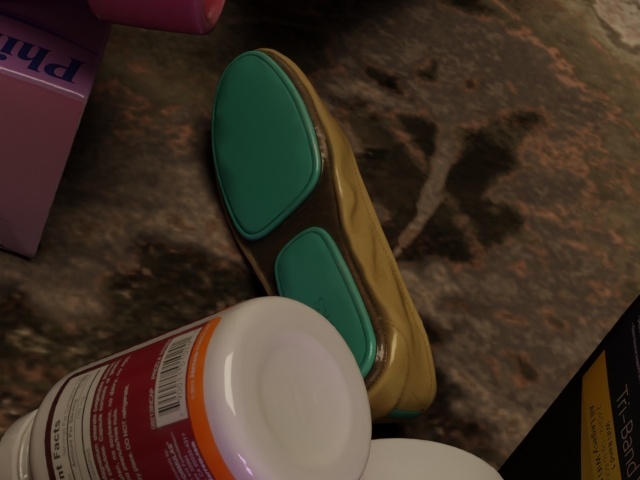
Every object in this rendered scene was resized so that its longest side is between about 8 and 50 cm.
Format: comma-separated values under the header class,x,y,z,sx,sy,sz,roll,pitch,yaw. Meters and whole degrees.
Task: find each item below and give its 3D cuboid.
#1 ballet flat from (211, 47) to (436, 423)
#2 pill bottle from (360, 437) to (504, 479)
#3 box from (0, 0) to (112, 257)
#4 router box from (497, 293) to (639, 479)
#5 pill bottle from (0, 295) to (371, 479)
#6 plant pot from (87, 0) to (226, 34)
class,x,y,z,sx,sy,sz,roll,pitch,yaw
ballet flat,0.000,0.000,0.801,0.073,0.080,0.232,25,38,-46
pill bottle,0.031,0.202,0.567,0.136,0.136,0.246,14,45,-14
box,-0.210,-0.142,0.779,0.213,0.117,0.243,18,45,-11
router box,0.153,0.171,0.582,0.081,0.243,0.309,14,46,-15
pill bottle,-0.060,0.082,0.614,0.086,0.152,0.086,24,55,-41
plant pot,-0.122,-0.200,0.669,0.180,0.201,0.201,8,45,0
